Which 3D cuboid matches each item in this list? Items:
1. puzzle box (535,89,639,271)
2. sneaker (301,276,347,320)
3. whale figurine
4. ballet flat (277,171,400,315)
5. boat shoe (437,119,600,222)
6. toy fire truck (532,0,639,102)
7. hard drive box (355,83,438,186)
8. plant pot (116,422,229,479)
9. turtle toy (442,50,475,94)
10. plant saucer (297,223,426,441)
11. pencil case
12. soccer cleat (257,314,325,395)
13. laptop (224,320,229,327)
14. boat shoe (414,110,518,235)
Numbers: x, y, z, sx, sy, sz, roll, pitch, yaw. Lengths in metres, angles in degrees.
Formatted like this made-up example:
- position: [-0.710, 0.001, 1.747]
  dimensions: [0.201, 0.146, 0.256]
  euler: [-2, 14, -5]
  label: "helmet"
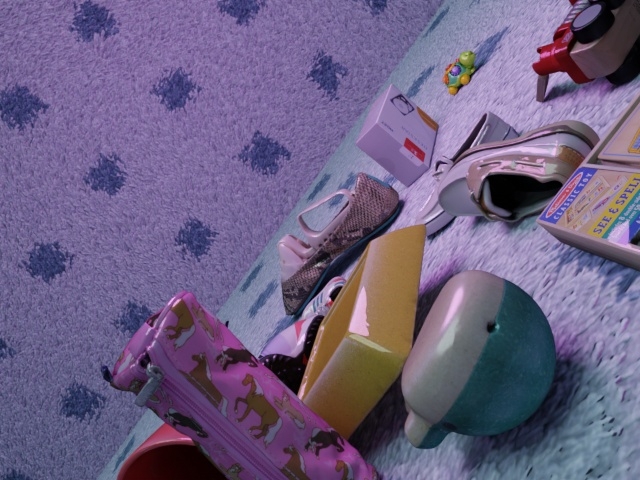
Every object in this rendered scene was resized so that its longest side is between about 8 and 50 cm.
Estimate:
- position: [0.435, -0.146, 0.607]
  dimensions: [0.409, 0.052, 0.272]
  euler: [-53, 12, 4]
  label: "puzzle box"
- position: [0.010, 0.155, 1.344]
  dimensions: [0.161, 0.057, 0.075]
  euler: [-51, 7, -1]
  label: "sneaker"
- position: [0.173, 0.151, 0.665]
  dimensions: [0.216, 0.141, 0.272]
  euler: [-60, -11, -26]
  label: "whale figurine"
- position: [0.000, 0.000, 1.513]
  dimensions: [0.483, 0.182, 0.164]
  euler: [-47, 15, 29]
  label: "ballet flat"
- position: [0.277, -0.087, 0.888]
  dimensions: [0.103, 0.113, 0.302]
  euler: [-53, 12, -26]
  label: "boat shoe"
- position: [0.441, -0.344, 0.964]
  dimensions: [0.217, 0.158, 0.246]
  euler: [-57, 23, -12]
  label: "toy fire truck"
- position: [0.207, -0.280, 1.509]
  dimensions: [0.089, 0.181, 0.232]
  euler: [-42, 18, 39]
  label: "hard drive box"
- position: [-0.173, 0.386, 0.999]
  dimensions: [0.275, 0.275, 0.243]
  euler: [-49, 3, 21]
  label: "plant pot"
- position: [0.395, -0.482, 1.625]
  dimensions: [0.130, 0.066, 0.095]
  euler: [-40, 19, 48]
  label: "turtle toy"
- position: [0.051, 0.161, 0.937]
  dimensions: [0.333, 0.080, 0.333]
  euler: [-69, 4, -53]
  label: "plant saucer"
- position: [-0.094, 0.244, 0.749]
  dimensions: [0.160, 0.386, 0.167]
  euler: [-40, 8, 43]
  label: "pencil case"
- position: [-0.078, 0.239, 1.051]
  dimensions: [0.116, 0.109, 0.318]
  euler: [-23, 8, 30]
  label: "soccer cleat"
- position: [-0.205, 0.350, 1.243]
  dimensions: [0.136, 0.264, 0.234]
  euler: [-17, 34, 40]
  label: "laptop"
- position: [0.262, -0.129, 1.112]
  dimensions: [0.268, 0.088, 0.096]
  euler: [-49, 13, 18]
  label: "boat shoe"
